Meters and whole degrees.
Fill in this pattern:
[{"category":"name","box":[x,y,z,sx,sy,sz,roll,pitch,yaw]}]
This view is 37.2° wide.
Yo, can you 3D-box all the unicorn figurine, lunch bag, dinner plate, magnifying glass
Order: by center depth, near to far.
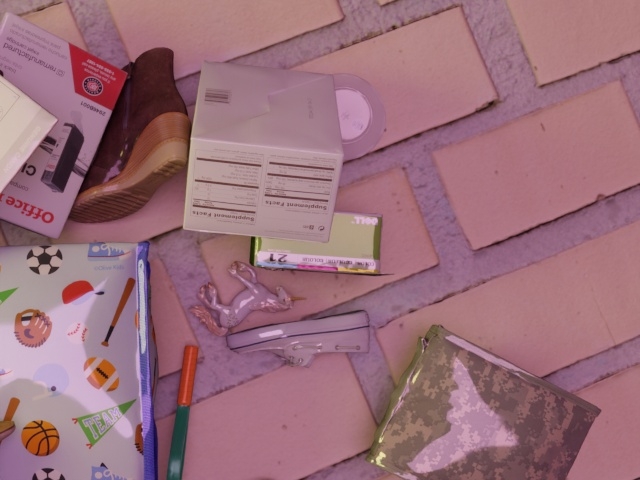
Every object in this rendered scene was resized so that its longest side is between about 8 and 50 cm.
[{"category":"lunch bag","box":[-0.393,0.209,1.341,0.328,0.239,0.385,-3,80,-8]},{"category":"magnifying glass","box":[-0.209,0.275,1.441,0.026,0.092,0.230,5,76,-4]},{"category":"lunch bag","box":[0.231,0.286,1.449,0.287,0.169,0.235,29,84,-10]},{"category":"unicorn figurine","box":[-0.115,0.088,1.474,0.162,0.060,0.111,-37,93,9]},{"category":"dinner plate","box":[0.037,-0.199,1.524,0.141,0.017,0.141,0,89,-8]}]

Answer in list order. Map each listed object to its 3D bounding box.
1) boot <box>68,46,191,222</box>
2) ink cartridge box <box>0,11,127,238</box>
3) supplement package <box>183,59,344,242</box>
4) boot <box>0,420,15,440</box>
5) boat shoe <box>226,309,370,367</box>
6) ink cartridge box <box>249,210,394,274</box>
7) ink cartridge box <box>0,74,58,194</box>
[{"category":"boot","box":[-0.298,-0.155,1.444,0.248,0.090,0.206,-28,59,25]},{"category":"ink cartridge box","box":[-0.432,-0.161,1.374,0.197,0.114,0.272,25,85,-35]},{"category":"supplement package","box":[-0.084,-0.133,1.366,0.204,0.261,0.145,5,122,-6]},{"category":"boot","box":[-0.437,0.286,1.215,0.119,0.042,0.086,-15,106,-4]},{"category":"boat shoe","box":[-0.029,0.160,1.463,0.226,0.083,0.075,-8,87,-8]},{"category":"ink cartridge box","box":[0.000,0.000,1.387,0.189,0.255,0.096,4,88,-7]},{"category":"ink cartridge box","box":[-0.526,-0.121,1.241,0.261,0.066,0.296,38,89,-3]}]
